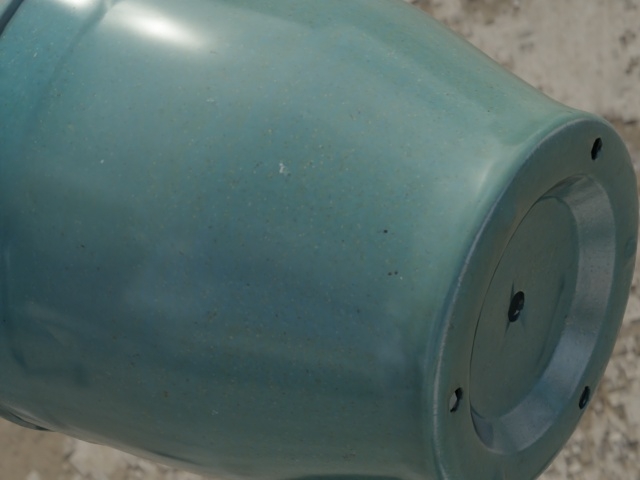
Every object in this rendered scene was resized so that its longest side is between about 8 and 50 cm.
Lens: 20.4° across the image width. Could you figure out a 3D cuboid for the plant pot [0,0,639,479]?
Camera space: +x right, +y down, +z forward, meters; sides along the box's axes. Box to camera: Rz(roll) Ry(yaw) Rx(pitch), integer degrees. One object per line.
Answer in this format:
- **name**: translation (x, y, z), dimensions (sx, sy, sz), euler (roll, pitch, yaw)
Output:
- **plant pot**: translation (0.000, 0.000, 0.841), dimensions (0.255, 0.272, 0.272), euler (18, 67, 31)
